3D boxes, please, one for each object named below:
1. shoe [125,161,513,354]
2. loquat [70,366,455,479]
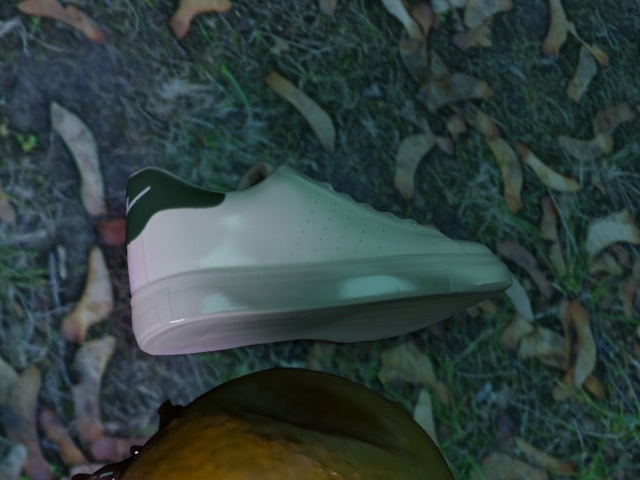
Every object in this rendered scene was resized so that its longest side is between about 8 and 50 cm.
[{"bbox_3d":[0.000,0.000,1.079,0.265,0.095,0.110,-5,70,-39],"label":"shoe"},{"bbox_3d":[-0.023,0.158,0.904,0.213,0.213,0.213,19,57,-32],"label":"loquat"}]
